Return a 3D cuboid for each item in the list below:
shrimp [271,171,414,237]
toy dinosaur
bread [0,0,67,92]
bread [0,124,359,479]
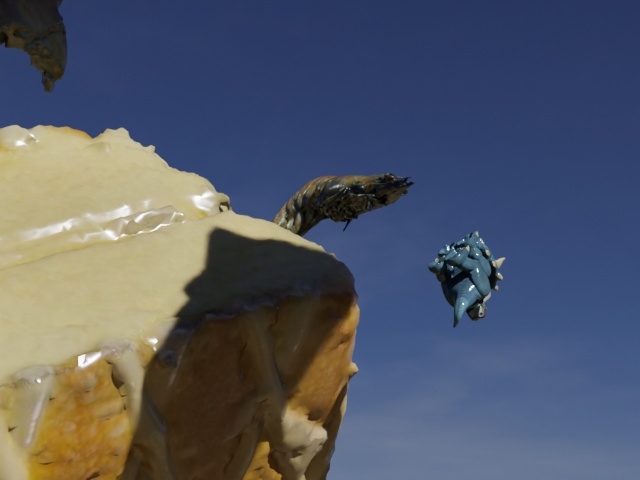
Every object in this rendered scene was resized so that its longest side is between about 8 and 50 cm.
[{"bbox_3d":[0.000,0.000,1.592,0.051,0.198,0.262,41,-26,-26],"label":"shrimp"},{"bbox_3d":[0.097,0.024,0.899,0.031,0.047,0.083,-27,10,28],"label":"toy dinosaur"},{"bbox_3d":[-0.431,-0.238,1.435,0.370,0.314,0.191,9,-27,-35],"label":"bread"},{"bbox_3d":[-0.201,0.150,0.973,0.371,0.390,0.279,-16,38,-35],"label":"bread"}]
